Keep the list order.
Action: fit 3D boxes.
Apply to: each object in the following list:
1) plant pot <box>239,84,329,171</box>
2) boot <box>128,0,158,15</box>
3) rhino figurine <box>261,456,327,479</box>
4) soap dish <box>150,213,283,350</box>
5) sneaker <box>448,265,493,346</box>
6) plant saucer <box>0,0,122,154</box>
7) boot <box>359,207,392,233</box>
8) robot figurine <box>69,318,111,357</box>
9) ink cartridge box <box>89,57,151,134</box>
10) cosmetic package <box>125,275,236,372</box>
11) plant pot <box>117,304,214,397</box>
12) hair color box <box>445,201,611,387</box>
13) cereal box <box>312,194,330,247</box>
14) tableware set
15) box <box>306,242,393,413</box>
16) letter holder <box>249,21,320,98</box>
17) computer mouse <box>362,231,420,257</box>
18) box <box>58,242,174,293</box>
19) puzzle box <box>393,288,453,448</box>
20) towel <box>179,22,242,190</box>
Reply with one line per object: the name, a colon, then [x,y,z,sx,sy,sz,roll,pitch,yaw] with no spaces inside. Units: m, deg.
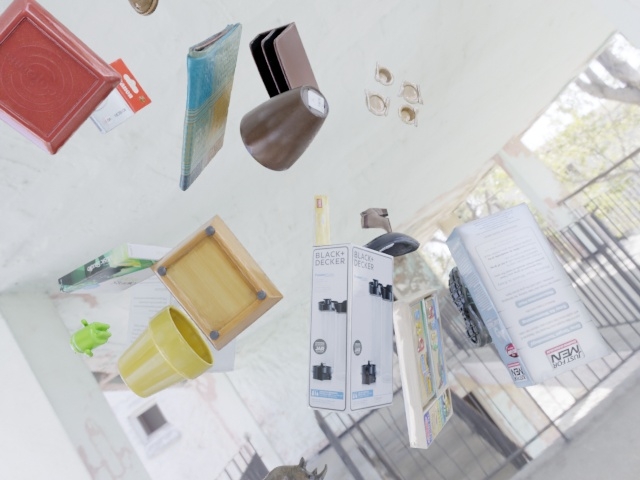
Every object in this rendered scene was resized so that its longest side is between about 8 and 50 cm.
plant pot: [-0.088,-0.354,1.458,0.230,0.215,0.215,-29,-3,42]
boot: [-0.436,-0.646,1.050,0.112,0.305,0.115,-4,16,27]
rhino figurine: [-0.092,0.550,1.057,0.243,0.106,0.073,-29,-40,-9]
soap dish: [-0.274,0.110,1.276,0.229,0.291,0.118,-39,-1,-3]
sneaker: [0.490,0.204,1.554,0.106,0.267,0.101,-12,-22,-13]
plant saucer: [-0.636,-0.364,1.098,0.259,0.258,0.048,-48,30,1]
boot: [0.163,-0.050,1.445,0.087,0.118,0.042,-13,-42,6]
robot figurine: [-0.623,0.263,1.318,0.115,0.101,0.067,-27,-23,13]
ink cartridge box: [-0.726,-0.512,1.710,0.232,0.189,0.066,-45,28,-26]
cosmetic package: [-0.565,0.329,2.007,0.329,0.393,0.327,-5,-11,42]
plant pot: [-0.523,0.384,1.621,0.239,0.254,0.254,-37,-12,-4]
hair color box: [0.456,0.120,1.110,0.185,0.374,0.113,-20,-19,-6]
cereal box: [0.000,0.000,1.458,0.047,0.173,0.240,-1,-30,-2]
tableware set: [0.182,-0.350,1.187,0.169,0.141,0.020,17,-23,-20]
box: [0.060,0.160,0.907,0.087,0.289,0.169,-7,-15,35]
letter holder: [-0.133,-0.580,1.747,0.152,0.301,0.214,-7,37,25]
computer mouse: [0.145,0.031,1.312,0.262,0.060,0.184,-15,13,2]
box: [-0.656,0.098,1.611,0.322,0.058,0.232,-26,-16,22]
puzzle box: [0.308,0.360,1.449,0.052,0.408,0.272,-8,0,31]
towel: [-0.287,-0.341,1.244,0.271,0.040,0.370,-69,-1,-51]
